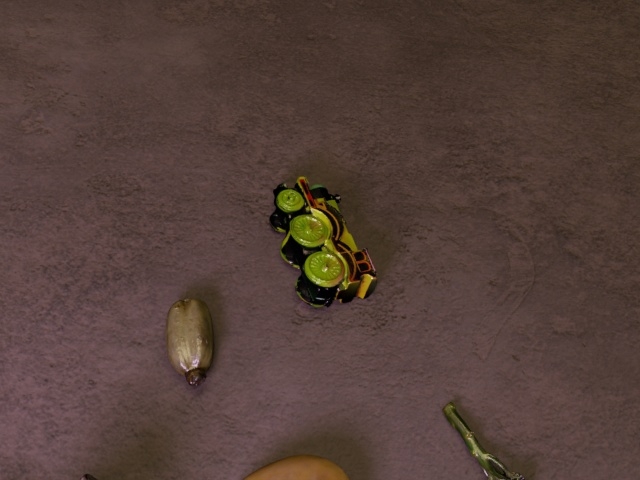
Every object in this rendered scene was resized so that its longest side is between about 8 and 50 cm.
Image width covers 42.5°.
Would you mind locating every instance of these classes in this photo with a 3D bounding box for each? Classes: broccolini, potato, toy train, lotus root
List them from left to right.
[{"bbox_3d":[-0.244,0.193,1.548,0.090,0.077,0.183,-10,57,-4],"label":"lotus root"},{"bbox_3d":[-0.055,0.446,1.381,0.234,0.146,0.150,-13,103,-28],"label":"potato"},{"bbox_3d":[0.000,0.000,1.681,0.161,0.100,0.296,-11,60,-21],"label":"toy train"},{"bbox_3d":[0.296,0.383,1.500,0.067,0.058,0.216,-24,64,-16],"label":"broccolini"}]

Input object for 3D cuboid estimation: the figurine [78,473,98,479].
[{"bbox_3d":[-0.445,0.521,1.192,0.412,0.241,0.306,-32,34,21],"label":"figurine"}]
